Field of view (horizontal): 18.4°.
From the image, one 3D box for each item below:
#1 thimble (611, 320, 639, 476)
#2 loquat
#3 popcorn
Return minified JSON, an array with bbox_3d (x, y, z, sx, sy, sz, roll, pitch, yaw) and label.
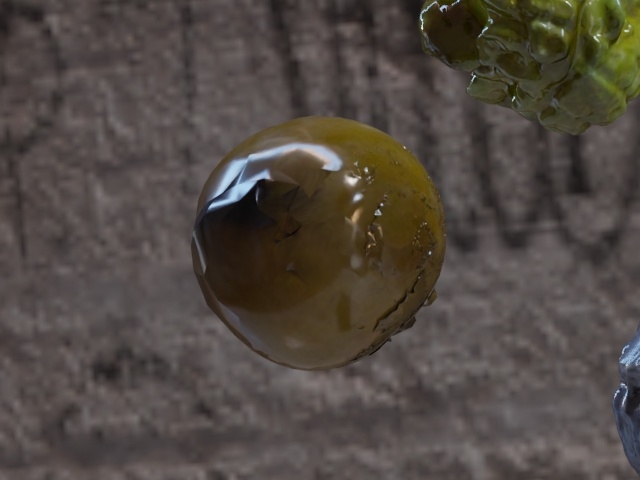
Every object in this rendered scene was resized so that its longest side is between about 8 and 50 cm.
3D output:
[{"bbox_3d":[0.334,0.099,1.363,0.236,0.205,0.172,-6,10,-26],"label":"thimble"},{"bbox_3d":[0.000,0.000,1.775,0.235,0.235,0.235,-5,-1,0],"label":"loquat"},{"bbox_3d":[0.221,-0.215,1.999,0.237,0.206,0.251,20,-36,-11],"label":"popcorn"}]
